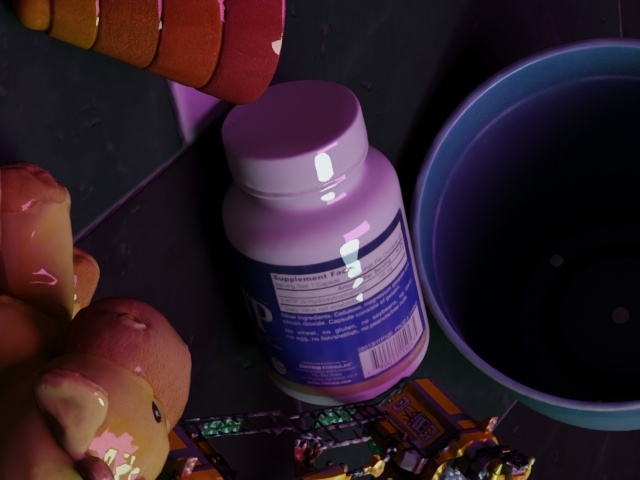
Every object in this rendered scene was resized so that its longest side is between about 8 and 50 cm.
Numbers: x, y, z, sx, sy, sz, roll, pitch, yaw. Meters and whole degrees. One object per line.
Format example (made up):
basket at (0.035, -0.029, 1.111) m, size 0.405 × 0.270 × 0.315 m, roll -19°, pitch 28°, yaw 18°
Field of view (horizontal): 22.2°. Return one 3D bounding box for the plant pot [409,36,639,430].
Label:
plant pot at (0.221, 0.023, 1.231) m, size 0.272 × 0.271 × 0.255 m, roll -66°, pitch 161°, yaw -12°

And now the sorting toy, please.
sorting toy at (-0.097, -0.243, 0.806) m, size 0.126 × 0.127 × 0.365 m, roll -8°, pitch 109°, yaw -23°

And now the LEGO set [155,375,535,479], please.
LEGO set at (0.003, 0.224, 0.936) m, size 0.331 × 0.192 × 0.255 m, roll 8°, pitch 117°, yaw -47°

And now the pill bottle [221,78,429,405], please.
pill bottle at (0.000, 0.000, 1.006) m, size 0.112 × 0.112 × 0.187 m, roll -46°, pitch 138°, yaw -36°

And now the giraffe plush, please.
giraffe plush at (-0.139, 0.069, 0.774) m, size 0.181 × 0.170 × 0.210 m, roll 33°, pitch 75°, yaw -56°
